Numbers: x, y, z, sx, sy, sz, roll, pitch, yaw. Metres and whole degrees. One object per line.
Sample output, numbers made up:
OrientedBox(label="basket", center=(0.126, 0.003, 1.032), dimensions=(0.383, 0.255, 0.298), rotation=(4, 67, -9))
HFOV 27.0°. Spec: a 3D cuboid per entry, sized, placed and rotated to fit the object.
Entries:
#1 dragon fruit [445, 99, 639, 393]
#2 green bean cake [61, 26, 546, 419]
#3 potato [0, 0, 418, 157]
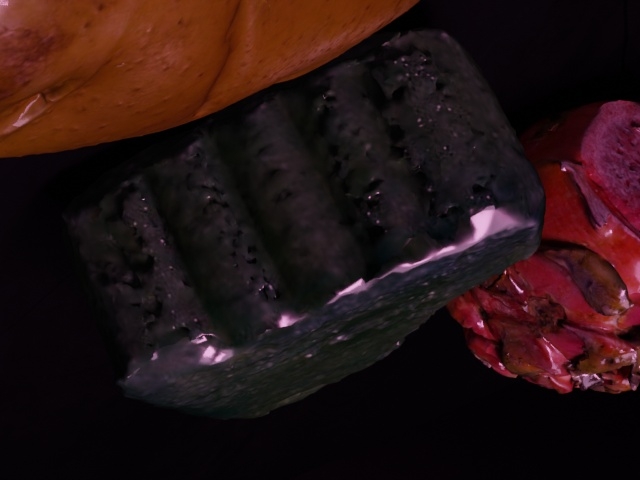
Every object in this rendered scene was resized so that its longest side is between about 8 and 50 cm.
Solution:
OrientedBox(label="dragon fruit", center=(0.243, 0.011, 1.236), dimensions=(0.269, 0.250, 0.291), rotation=(-38, 166, -34))
OrientedBox(label="green bean cake", center=(0.000, 0.000, 0.959), dimensions=(0.300, 0.169, 0.308), rotation=(-26, 164, 4))
OrientedBox(label="potato", center=(-0.064, -0.129, 0.520), dimensions=(0.369, 0.176, 0.195), rotation=(-19, 124, -51))
